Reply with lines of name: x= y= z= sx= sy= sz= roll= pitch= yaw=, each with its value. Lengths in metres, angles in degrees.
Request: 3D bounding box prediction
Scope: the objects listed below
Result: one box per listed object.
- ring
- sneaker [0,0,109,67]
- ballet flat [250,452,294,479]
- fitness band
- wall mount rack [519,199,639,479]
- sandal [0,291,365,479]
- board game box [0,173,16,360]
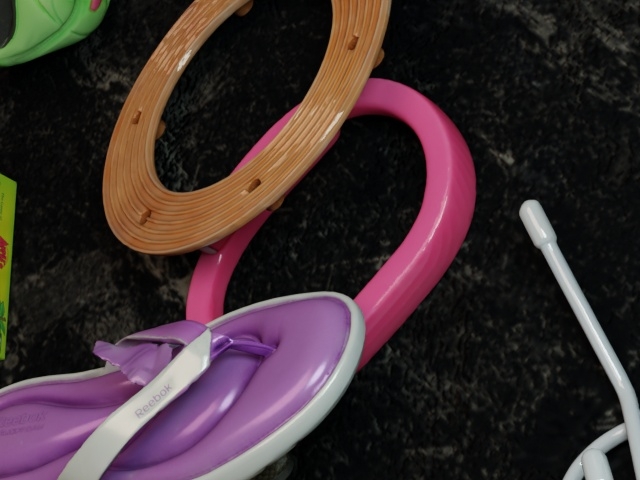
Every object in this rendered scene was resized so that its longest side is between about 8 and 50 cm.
ring: x=-0.061 y=-0.128 z=1.660 sx=0.336 sy=0.032 sz=0.337 roll=-33 pitch=37 yaw=30
sneaker: x=-0.362 y=-0.364 z=1.940 sx=0.202 sy=0.185 sz=0.483 roll=-31 pitch=53 yaw=16
ballet flat: x=-0.138 y=0.193 z=1.584 sx=0.250 sy=0.058 sz=0.084 roll=-17 pitch=26 yaw=27
fitness band: x=0.000 y=0.000 z=1.595 sx=0.291 sy=0.054 sz=0.209 roll=-50 pitch=50 yaw=8
wall mount rack: x=0.274 y=0.049 z=1.330 sx=0.350 sy=0.130 sz=0.304 roll=-31 pitch=32 yaw=19
sandal: x=-0.155 y=0.131 z=1.531 sx=0.416 sy=0.102 sz=0.169 roll=-21 pitch=43 yaw=28
board game box: x=-0.338 y=0.030 z=1.831 sx=0.092 sy=0.043 sz=0.181 roll=-15 pitch=62 yaw=29
